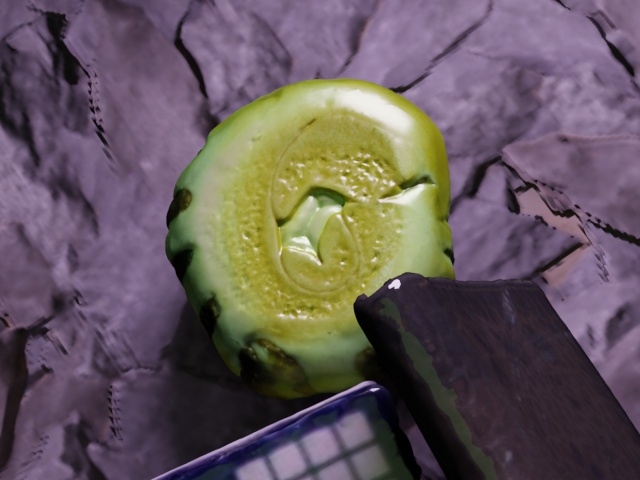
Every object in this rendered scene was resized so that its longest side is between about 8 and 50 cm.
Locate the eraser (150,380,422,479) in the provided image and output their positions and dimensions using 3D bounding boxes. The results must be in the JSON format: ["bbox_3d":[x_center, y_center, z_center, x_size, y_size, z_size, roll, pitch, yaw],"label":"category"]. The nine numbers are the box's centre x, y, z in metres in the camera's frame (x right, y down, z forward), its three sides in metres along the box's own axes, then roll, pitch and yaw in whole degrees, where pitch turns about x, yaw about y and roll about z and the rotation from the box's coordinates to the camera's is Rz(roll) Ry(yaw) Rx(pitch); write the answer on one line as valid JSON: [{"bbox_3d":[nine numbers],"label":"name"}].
[{"bbox_3d":[-0.076,0.176,0.718,0.287,0.086,0.130,-26,74,-1],"label":"eraser"}]

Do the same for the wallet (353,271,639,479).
[{"bbox_3d":[0.126,0.152,0.665,0.044,0.170,0.321,-36,73,21],"label":"wallet"}]

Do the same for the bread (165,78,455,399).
[{"bbox_3d":[0.000,0.000,0.765,0.130,0.071,0.139,-20,71,-2],"label":"bread"}]
